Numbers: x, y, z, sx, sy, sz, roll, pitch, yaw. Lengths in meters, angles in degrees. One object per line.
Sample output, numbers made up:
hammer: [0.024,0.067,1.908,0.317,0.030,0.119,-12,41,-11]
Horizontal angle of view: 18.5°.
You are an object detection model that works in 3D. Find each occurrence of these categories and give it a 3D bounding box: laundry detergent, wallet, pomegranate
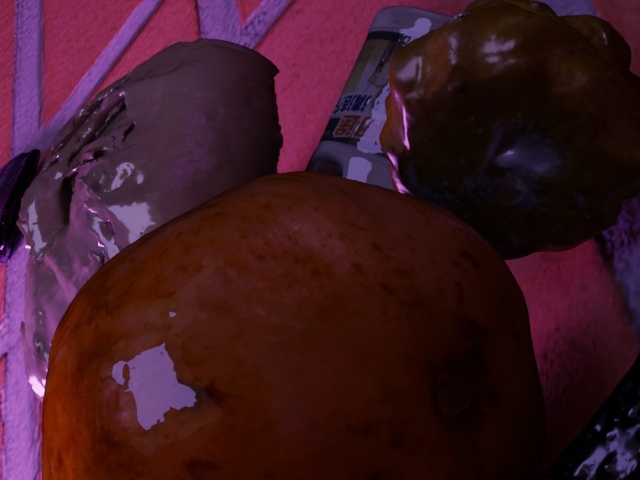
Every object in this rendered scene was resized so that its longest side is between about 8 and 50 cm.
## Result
laundry detergent: [0.031,-0.017,1.099,0.099,0.070,0.225,20,81,24]
wallet: [-0.311,-0.012,1.784,0.166,0.030,0.111,-31,40,48]
pomegranate: [-0.013,0.084,0.903,0.248,0.248,0.248,-43,31,34]

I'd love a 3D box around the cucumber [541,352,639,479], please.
cucumber: [0.149,0.072,0.800,0.300,0.072,0.072,-55,26,13]

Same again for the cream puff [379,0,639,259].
cream puff: [0.102,-0.065,0.969,0.146,0.146,0.116,-39,16,38]

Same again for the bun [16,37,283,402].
bun: [-0.108,0.008,1.175,0.287,0.146,0.287,-169,90,-85]
